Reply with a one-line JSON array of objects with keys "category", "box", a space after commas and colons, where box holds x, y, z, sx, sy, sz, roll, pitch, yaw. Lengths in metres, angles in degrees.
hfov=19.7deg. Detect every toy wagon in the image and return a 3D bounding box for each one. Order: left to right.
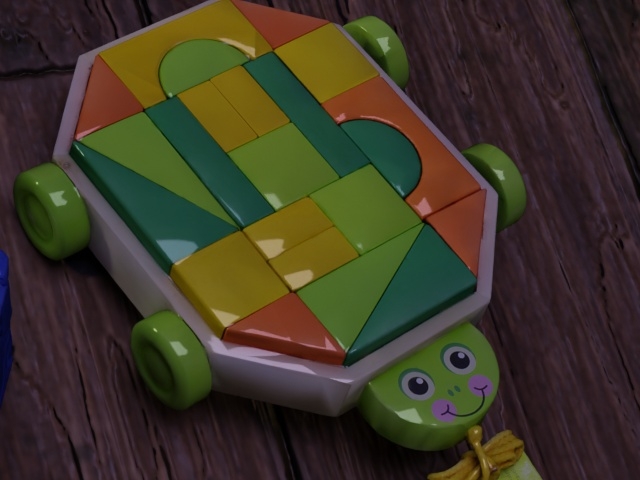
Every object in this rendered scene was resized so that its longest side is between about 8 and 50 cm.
[{"category": "toy wagon", "box": [0.000, 0.000, 1.079, 0.267, 0.068, 0.344, -28, 65, -30]}]

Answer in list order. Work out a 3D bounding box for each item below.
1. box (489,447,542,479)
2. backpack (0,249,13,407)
[{"category": "box", "box": [0.066, 0.198, 1.029, 0.178, 0.042, 0.109, -24, 72, -30]}, {"category": "backpack", "box": [-0.226, 0.047, 0.977, 0.120, 0.098, 0.101, 8, 50, -1]}]
